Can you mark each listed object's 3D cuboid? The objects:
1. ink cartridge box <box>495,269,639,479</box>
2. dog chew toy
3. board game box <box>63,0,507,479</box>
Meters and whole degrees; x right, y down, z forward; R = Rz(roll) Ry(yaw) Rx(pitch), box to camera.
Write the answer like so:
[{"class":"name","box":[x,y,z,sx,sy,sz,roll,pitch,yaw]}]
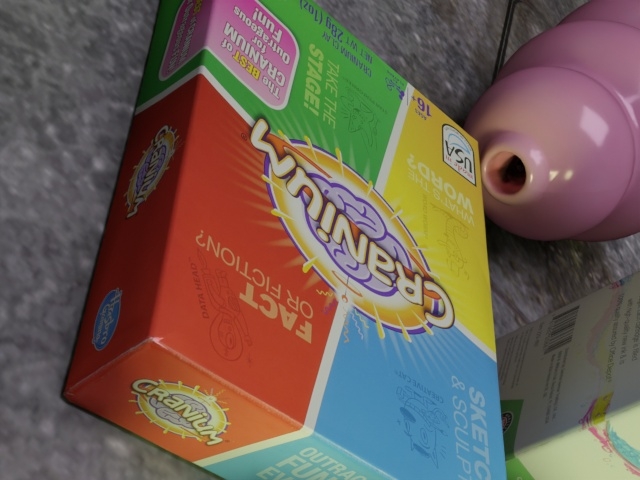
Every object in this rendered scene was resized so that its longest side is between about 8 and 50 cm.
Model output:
[{"class":"ink cartridge box","box":[0.203,0.093,0.670,0.093,0.212,0.154,49,33,-11]},{"class":"dog chew toy","box":[0.228,-0.092,0.887,0.332,0.206,0.207,-25,83,-50]},{"class":"board game box","box":[0.000,0.000,0.624,0.242,0.064,0.317,35,38,-30]}]
